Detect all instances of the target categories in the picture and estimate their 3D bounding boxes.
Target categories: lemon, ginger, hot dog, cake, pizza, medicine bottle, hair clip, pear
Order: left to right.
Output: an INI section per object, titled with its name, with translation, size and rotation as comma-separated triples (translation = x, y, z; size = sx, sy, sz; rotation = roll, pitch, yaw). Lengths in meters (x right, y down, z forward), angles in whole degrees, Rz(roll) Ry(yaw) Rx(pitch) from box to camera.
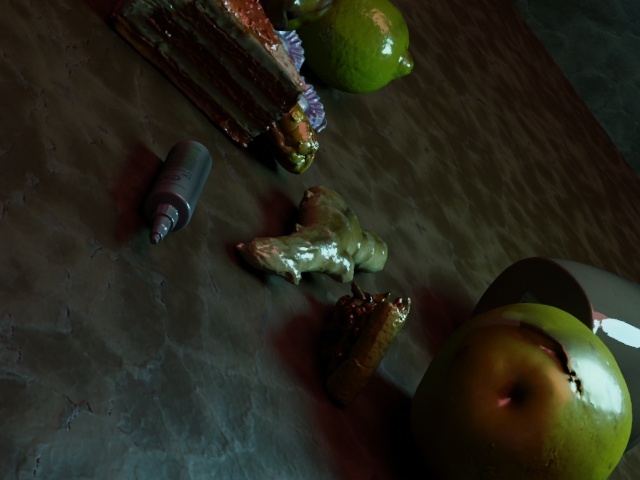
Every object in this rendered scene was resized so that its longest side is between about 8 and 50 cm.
[medicine bottle]
translation = -0.173, -0.051, 1.385
size = 0.057, 0.057, 0.199
rotation = 45, 27, -18
[cake]
translation = -0.152, -0.265, 1.579
size = 0.262, 0.158, 0.159
rotation = 60, 29, 8
[hot dog]
translation = -0.087, -0.219, 1.697
size = 0.269, 0.072, 0.115
rotation = 59, -2, 10
[hair clip]
translation = -0.065, -0.255, 1.827
size = 0.106, 0.084, 0.292
rotation = -2, 63, -40
[ginger]
translation = 0.000, 0.000, 1.610
size = 0.333, 0.081, 0.148
rotation = -22, 93, -64
[lemon]
translation = 0.046, -0.350, 2.012
size = 0.248, 0.184, 0.184
rotation = 35, 26, 1
[pizza]
translation = 0.044, 0.110, 1.521
size = 0.069, 0.154, 0.194
rotation = 25, 12, -16
[pear]
translation = 0.256, 0.226, 1.547
size = 0.285, 0.285, 0.336
rotation = 58, -14, 8

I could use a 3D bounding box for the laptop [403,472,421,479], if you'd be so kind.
[laptop]
translation = 0.172, 0.392, 1.480
size = 0.197, 0.016, 0.135
rotation = 41, 29, -26

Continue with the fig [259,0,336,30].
[fig]
translation = -0.059, -0.412, 1.726
size = 0.224, 0.224, 0.263
rotation = 36, 4, -34

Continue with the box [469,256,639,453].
[box]
translation = 0.382, 0.166, 1.829
size = 0.216, 0.301, 0.301
rotation = 26, 37, -35
